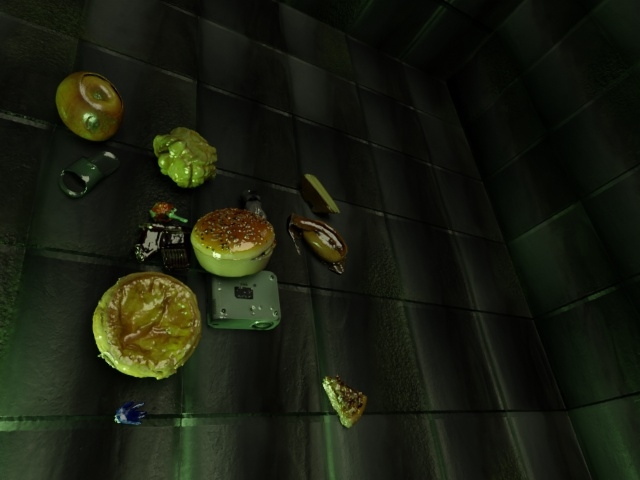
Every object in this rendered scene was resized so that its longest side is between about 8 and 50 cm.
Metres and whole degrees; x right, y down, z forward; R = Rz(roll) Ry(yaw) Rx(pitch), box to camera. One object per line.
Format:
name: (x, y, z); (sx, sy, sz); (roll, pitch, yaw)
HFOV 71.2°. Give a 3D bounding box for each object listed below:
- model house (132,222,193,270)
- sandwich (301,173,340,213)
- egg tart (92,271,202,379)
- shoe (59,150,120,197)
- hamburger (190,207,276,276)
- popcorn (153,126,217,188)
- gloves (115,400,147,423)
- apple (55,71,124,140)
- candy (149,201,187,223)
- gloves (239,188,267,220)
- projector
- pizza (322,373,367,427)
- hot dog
model house: (-0.539, 0.024, 1.549); (0.203, 0.141, 0.164); (5, 79, -9)
sandwich: (-0.012, -0.198, 2.081); (0.244, 0.088, 0.090); (53, 37, 11)
egg tart: (-0.526, 0.258, 1.371); (0.341, 0.132, 0.342); (18, 51, -24)
shoe: (-0.797, -0.253, 1.553); (0.108, 0.093, 0.241); (40, 44, -8)
hamburger: (-0.304, -0.004, 1.572); (0.300, 0.176, 0.300); (9, 30, -5)
popcorn: (-0.515, -0.317, 1.737); (0.254, 0.195, 0.256); (16, 53, -38)
gloves: (-0.539, 0.491, 1.276); (0.086, 0.026, 0.064); (11, 53, -29)
apple: (-0.825, -0.485, 1.608); (0.236, 0.207, 0.237); (18, 54, -26)
candy: (-0.512, -0.084, 1.533); (0.084, 0.287, 0.078); (-15, 107, -32)
gloves: (-0.272, -0.094, 1.796); (0.119, 0.142, 0.286); (-1, 59, -4)
projector: (-0.275, 0.208, 1.599); (0.250, 0.108, 0.198); (10, 56, -30)
pizza: (0.088, 0.566, 1.641); (0.194, 0.069, 0.154); (47, 46, -2)
hot dog: (0.003, -0.003, 1.941); (0.326, 0.107, 0.194); (30, 48, -15)
